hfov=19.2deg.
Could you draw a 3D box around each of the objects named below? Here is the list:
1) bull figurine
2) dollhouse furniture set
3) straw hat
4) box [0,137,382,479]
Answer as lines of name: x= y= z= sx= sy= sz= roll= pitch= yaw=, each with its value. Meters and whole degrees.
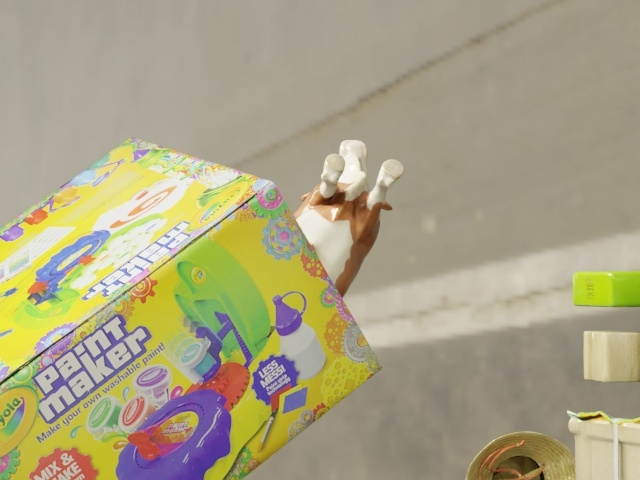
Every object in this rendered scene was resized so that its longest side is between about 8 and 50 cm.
bull figurine: x=0.000 y=0.000 z=2.005 sx=0.310 sy=0.101 sz=0.188 roll=-59 pitch=-5 yaw=-29
dollhouse furniture set: x=0.353 y=0.178 z=1.838 sx=0.197 sy=0.151 sz=0.301 roll=178 pitch=92 yaw=-68
straw hat: x=0.220 y=0.268 z=2.152 sx=0.061 sy=0.144 sz=0.144 roll=-130 pitch=48 yaw=-66
box: x=-0.163 y=0.086 z=1.430 sx=0.177 sy=0.290 sz=0.279 roll=60 pitch=163 yaw=-22
